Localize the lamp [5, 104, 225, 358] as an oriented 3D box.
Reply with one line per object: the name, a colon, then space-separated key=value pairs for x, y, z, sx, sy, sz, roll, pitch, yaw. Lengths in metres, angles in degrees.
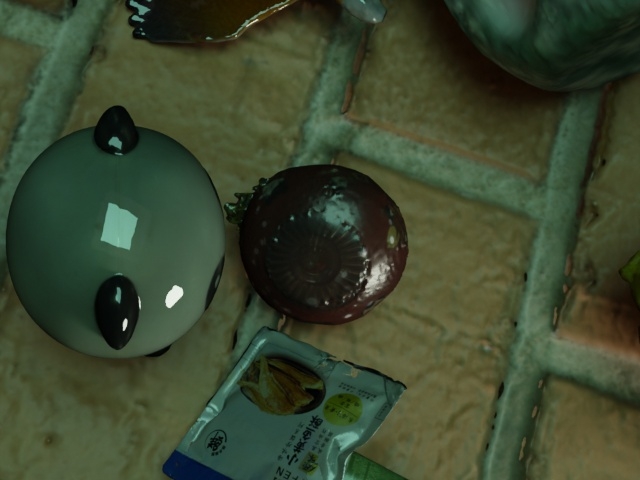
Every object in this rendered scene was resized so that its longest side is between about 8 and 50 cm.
lamp: x=-0.170 y=0.008 z=0.937 sx=0.198 sy=0.244 sz=0.197 roll=1 pitch=75 yaw=-5

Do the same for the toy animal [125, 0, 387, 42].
toy animal: x=-0.041 y=-0.340 z=1.152 sx=0.302 sy=0.225 sz=0.284 roll=12 pitch=51 yaw=-21

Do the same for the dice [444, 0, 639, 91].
dice: x=0.297 y=-0.367 z=1.062 sx=0.328 sy=0.330 sz=0.348 roll=-19 pitch=78 yaw=-30

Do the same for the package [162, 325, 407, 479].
package: x=-0.033 y=0.168 z=0.981 sx=0.171 sy=0.027 sz=0.173 roll=19 pitch=59 yaw=33

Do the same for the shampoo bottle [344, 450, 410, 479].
shampoo bottle: x=0.066 y=0.244 z=1.012 sx=0.204 sy=0.065 sz=0.065 roll=28 pitch=71 yaw=-2

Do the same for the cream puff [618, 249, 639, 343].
cream puff: x=0.430 y=0.096 z=1.028 sx=0.257 sy=0.324 sz=0.291 roll=-11 pitch=55 yaw=22

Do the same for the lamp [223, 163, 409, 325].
lamp: x=0.005 y=-0.002 z=1.038 sx=0.156 sy=0.135 sz=0.157 roll=-17 pitch=105 yaw=14
